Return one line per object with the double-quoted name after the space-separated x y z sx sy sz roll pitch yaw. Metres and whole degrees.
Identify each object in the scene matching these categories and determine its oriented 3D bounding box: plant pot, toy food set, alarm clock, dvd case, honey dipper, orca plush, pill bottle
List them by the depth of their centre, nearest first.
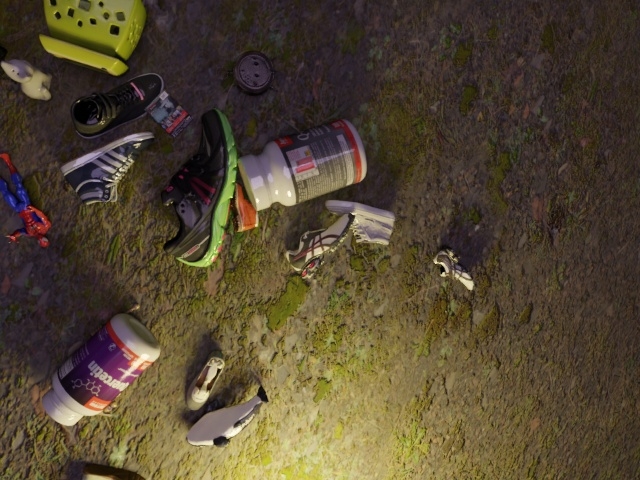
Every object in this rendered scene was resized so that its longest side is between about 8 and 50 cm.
-0.620 -0.578 1.303 0.227 0.228 0.207 14 98 -16 "plant pot"
-0.649 0.383 1.411 0.323 0.181 0.181 -45 104 -6 "pill bottle"
-0.459 -0.383 1.448 0.087 0.013 0.119 -49 126 -5 "dvd case"
-0.634 0.247 1.482 0.160 0.030 0.031 -36 103 -13 "honey dipper"
-0.057 -0.230 1.485 0.362 0.210 0.210 -20 100 -13 "pill bottle"
-0.229 -0.523 1.491 0.191 0.064 0.130 -4 97 -11 "alarm clock"
-0.673 0.495 1.499 0.077 0.019 0.122 16 91 -16 "toy food set"
-0.300 0.596 1.592 0.287 0.102 0.151 -41 59 -18 "orca plush"

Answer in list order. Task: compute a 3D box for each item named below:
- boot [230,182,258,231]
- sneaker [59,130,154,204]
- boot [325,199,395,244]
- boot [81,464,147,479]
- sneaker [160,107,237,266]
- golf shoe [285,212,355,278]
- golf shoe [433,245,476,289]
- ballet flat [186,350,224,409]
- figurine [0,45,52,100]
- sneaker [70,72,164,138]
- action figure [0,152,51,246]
-0.246 -0.111 1.536 0.084 0.059 0.158 -11 95 -31 "boot"
-0.598 -0.207 1.404 0.282 0.099 0.153 -25 97 -4 "sneaker"
0.131 -0.056 1.611 0.258 0.095 0.124 11 86 -16 "boot"
-0.663 0.818 1.507 0.213 0.077 0.165 20 90 -11 "boot"
-0.367 -0.162 1.428 0.202 0.185 0.483 10 92 -19 "sneaker"
0.000 0.000 1.555 0.120 0.105 0.273 43 103 3 "golf shoe"
0.487 0.115 1.741 0.094 0.077 0.198 -38 97 3 "golf shoe"
-0.377 0.462 1.548 0.072 0.068 0.213 27 89 -15 "ballet flat"
-0.837 -0.466 1.259 0.214 0.209 0.092 29 88 -16 "figurine"
-0.579 -0.395 1.367 0.295 0.147 0.105 -36 101 -10 "sneaker"
-0.853 -0.101 1.336 0.091 0.139 0.281 -28 104 -9 "action figure"
